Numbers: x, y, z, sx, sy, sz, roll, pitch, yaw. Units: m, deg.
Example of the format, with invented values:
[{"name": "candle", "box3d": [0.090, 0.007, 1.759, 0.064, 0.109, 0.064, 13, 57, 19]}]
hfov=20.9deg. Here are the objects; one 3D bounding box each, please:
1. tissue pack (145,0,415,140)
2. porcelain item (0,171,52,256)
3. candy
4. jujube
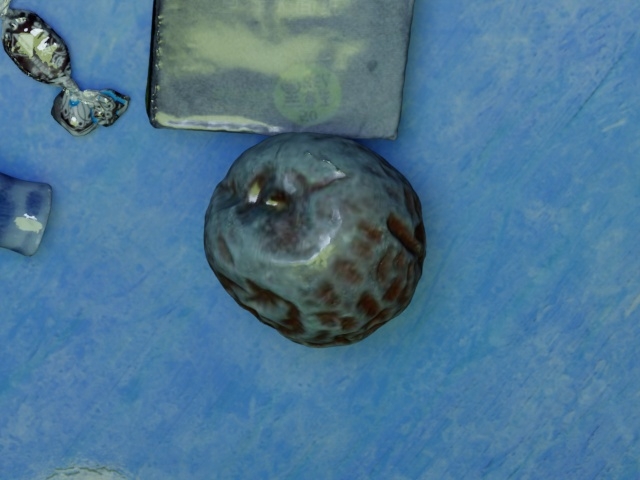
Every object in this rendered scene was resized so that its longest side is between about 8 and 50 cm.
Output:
[{"name": "tissue pack", "box3d": [-0.036, -0.311, 1.868, 0.288, 0.124, 0.394, 3, 114, -7]}, {"name": "porcelain item", "box3d": [-0.441, -0.053, 1.976, 0.259, 0.141, 0.141, 14, 114, -19]}, {"name": "candy", "box3d": [-0.307, -0.213, 1.950, 0.094, 0.051, 0.226, -39, 112, 4]}, {"name": "jujube", "box3d": [-0.004, 0.008, 1.934, 0.246, 0.308, 0.215, 5, 76, 20]}]
